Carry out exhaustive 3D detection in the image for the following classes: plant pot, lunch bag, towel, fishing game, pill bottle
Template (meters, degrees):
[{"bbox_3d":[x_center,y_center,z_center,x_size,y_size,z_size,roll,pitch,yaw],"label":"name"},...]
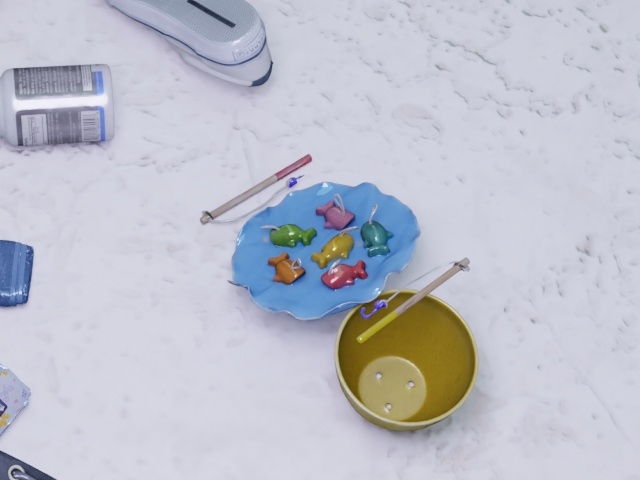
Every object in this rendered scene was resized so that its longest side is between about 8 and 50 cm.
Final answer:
[{"bbox_3d":[0.074,0.126,1.665,0.134,0.095,0.134,3,65,-6],"label":"plant pot"},{"bbox_3d":[-0.317,0.142,1.634,0.083,0.053,0.071,40,68,1],"label":"lunch bag"},{"bbox_3d":[-0.337,0.030,1.694,0.119,0.029,0.067,5,65,-6],"label":"towel"},{"bbox_3d":[0.000,0.000,1.684,0.189,0.041,0.264,-31,43,-18],"label":"fishing game"},{"bbox_3d":[-0.275,-0.133,1.750,0.137,0.078,0.078,-3,66,-9],"label":"pill bottle"}]

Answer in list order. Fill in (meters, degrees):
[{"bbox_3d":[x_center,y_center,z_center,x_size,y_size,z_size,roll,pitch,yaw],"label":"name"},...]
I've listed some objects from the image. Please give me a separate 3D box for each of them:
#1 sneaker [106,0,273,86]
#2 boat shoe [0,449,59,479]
[{"bbox_3d":[-0.149,-0.232,1.809,0.094,0.091,0.258,-39,54,-16],"label":"sneaker"},{"bbox_3d":[-0.391,0.182,1.541,0.500,0.187,0.156,33,61,3],"label":"boat shoe"}]
